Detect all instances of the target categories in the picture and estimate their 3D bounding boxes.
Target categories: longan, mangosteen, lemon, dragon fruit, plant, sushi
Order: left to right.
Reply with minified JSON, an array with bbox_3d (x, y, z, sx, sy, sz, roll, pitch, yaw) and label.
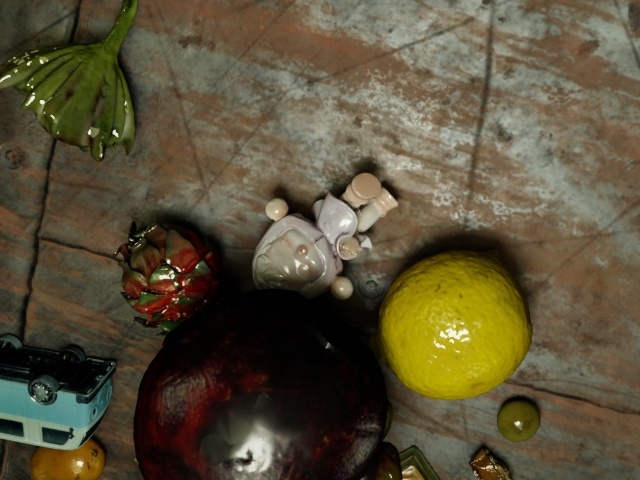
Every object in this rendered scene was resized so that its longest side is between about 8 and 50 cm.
[{"bbox_3d":[-0.348,-0.287,1.319,0.251,0.180,0.333,35,105,-14],"label":"plant"},{"bbox_3d":[-0.246,0.061,1.404,0.182,0.182,0.188,-14,113,12],"label":"dragon fruit"},{"bbox_3d":[-0.056,0.263,1.254,0.421,0.381,0.381,25,109,-15],"label":"mangosteen"},{"bbox_3d":[0.202,0.136,1.331,0.253,0.228,0.228,-36,98,19],"label":"lemon"},{"bbox_3d":[0.302,0.408,1.485,0.055,0.052,0.120,-35,99,15],"label":"sushi"},{"bbox_3d":[0.339,0.309,1.449,0.075,0.075,0.083,-34,140,16],"label":"longan"}]

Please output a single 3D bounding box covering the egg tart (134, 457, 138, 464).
[{"bbox_3d":[-0.196,0.417,1.492,0.288,0.118,0.288,22,140,20],"label":"egg tart"}]

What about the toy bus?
[{"bbox_3d":[-0.513,0.281,1.525,0.271,0.133,0.164,9,112,8],"label":"toy bus"}]

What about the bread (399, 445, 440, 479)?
[{"bbox_3d":[0.170,0.449,1.507,0.084,0.074,0.139,-33,101,16],"label":"bread"}]

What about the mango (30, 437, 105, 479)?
[{"bbox_3d":[-0.479,0.412,1.583,0.159,0.084,0.105,-15,98,12],"label":"mango"}]

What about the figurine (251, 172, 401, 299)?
[{"bbox_3d":[-0.001,0.000,1.371,0.276,0.133,0.200,-40,85,12],"label":"figurine"}]
